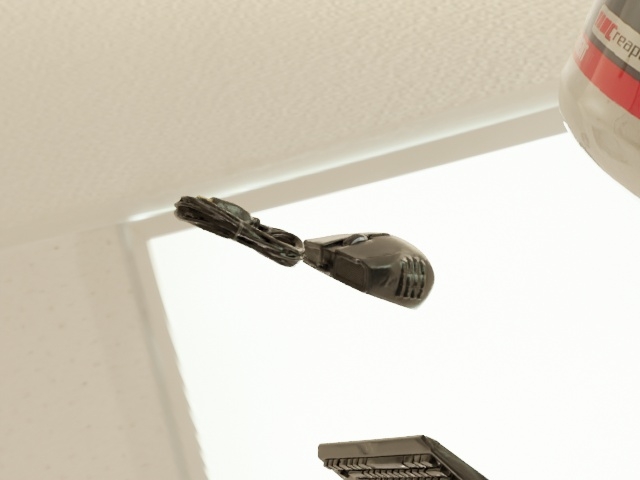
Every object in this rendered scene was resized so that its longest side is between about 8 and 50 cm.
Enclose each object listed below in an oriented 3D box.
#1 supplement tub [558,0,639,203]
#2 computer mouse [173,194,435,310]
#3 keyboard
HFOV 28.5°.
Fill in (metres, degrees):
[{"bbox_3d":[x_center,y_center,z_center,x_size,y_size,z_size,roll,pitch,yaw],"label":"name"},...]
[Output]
[{"bbox_3d":[0.222,-0.130,0.465,0.191,0.191,0.272,30,-65,20],"label":"supplement tub"},{"bbox_3d":[0.000,0.000,0.774,0.071,0.242,0.041,26,-86,34],"label":"computer mouse"},{"bbox_3d":[0.069,0.173,0.863,0.108,0.023,0.180,37,-21,-13],"label":"keyboard"}]
